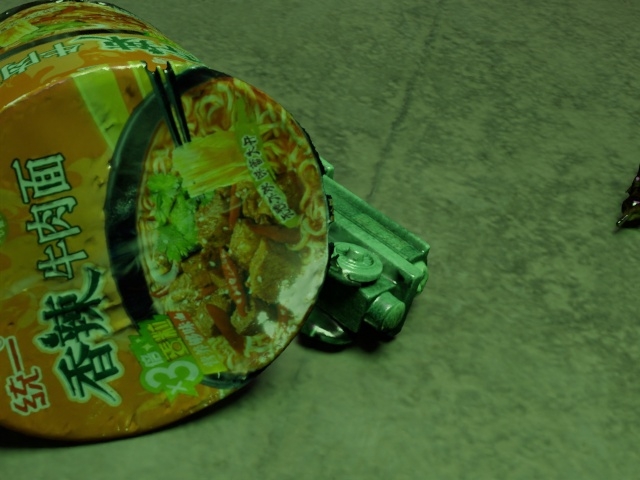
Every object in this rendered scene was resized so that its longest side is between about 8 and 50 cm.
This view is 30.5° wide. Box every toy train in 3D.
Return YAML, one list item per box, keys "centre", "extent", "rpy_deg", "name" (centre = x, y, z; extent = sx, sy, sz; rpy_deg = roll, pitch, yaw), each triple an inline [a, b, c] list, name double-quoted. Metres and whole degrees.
- centre: [0.000, 0.000, 0.784]
  extent: [0.170, 0.071, 0.111]
  rpy_deg: [36, 37, 27]
  name: "toy train"

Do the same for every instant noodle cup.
- centre: [-0.129, -0.027, 0.677]
  extent: [0.230, 0.230, 0.182]
  rpy_deg: [-6, 31, -22]
  name: "instant noodle cup"

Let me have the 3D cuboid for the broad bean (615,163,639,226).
- centre: [0.348, -0.086, 0.984]
  extent: [0.077, 0.061, 0.339]
  rpy_deg: [25, 39, 35]
  name: "broad bean"
